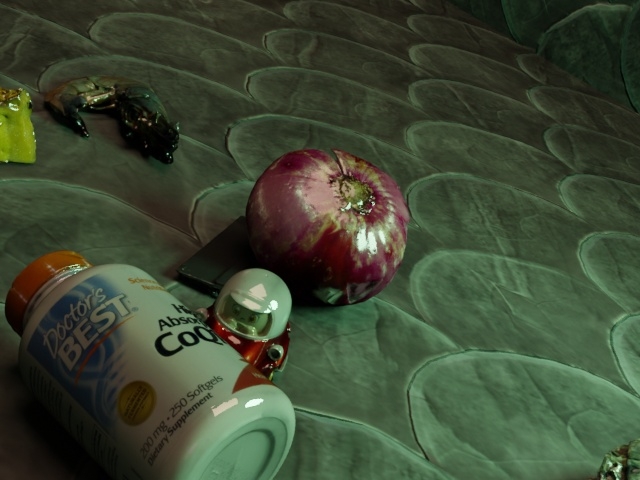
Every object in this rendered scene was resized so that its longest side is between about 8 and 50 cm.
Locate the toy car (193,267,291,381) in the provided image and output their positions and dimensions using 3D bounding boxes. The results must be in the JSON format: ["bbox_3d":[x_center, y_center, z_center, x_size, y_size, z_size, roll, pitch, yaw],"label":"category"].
[{"bbox_3d":[-0.076,0.083,1.254,0.112,0.112,0.139,24,25,7],"label":"toy car"}]

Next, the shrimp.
[{"bbox_3d":[-0.312,-0.197,1.700,0.178,0.075,0.289,-2,33,-27],"label":"shrimp"}]

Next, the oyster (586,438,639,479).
[{"bbox_3d":[0.434,0.280,1.242,0.350,0.158,0.162,-5,68,-22],"label":"oyster"}]

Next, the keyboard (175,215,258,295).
[{"bbox_3d":[-0.112,0.017,1.473,0.072,0.023,0.231,19,23,11],"label":"keyboard"}]

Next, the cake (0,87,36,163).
[{"bbox_3d":[-0.460,-0.131,1.480,0.185,0.116,0.079,-33,47,-23],"label":"cake"}]

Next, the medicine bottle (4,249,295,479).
[{"bbox_3d":[-0.170,0.123,1.040,0.288,0.157,0.157,37,29,31],"label":"medicine bottle"}]

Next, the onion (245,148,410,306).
[{"bbox_3d":[0.008,-0.007,1.442,0.207,0.200,0.201,46,10,-32],"label":"onion"}]
